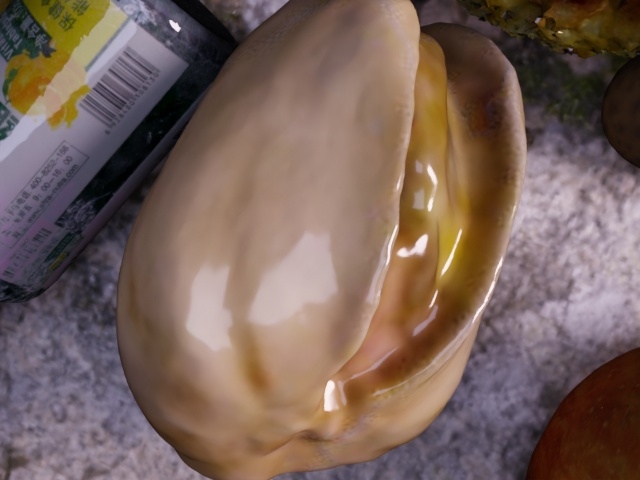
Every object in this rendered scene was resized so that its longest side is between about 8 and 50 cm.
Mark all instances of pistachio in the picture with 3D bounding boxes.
[{"bbox_3d":[0.000,0.000,0.713,0.238,0.229,0.321,29,96,47],"label":"pistachio"}]

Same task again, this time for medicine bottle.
[{"bbox_3d":[-0.194,-0.059,0.781,0.141,0.141,0.293,43,101,5],"label":"medicine bottle"}]

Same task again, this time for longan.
[{"bbox_3d":[0.231,-0.077,0.727,0.113,0.092,0.113,11,140,10],"label":"longan"}]

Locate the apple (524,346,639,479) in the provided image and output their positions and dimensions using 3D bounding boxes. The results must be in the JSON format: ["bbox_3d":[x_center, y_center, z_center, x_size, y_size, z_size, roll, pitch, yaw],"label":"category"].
[{"bbox_3d":[0.257,0.187,0.662,0.309,0.250,0.277,-30,89,14],"label":"apple"}]

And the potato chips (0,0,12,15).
[{"bbox_3d":[-0.344,-0.068,0.850,0.407,0.057,0.080,-33,91,11],"label":"potato chips"}]

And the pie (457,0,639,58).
[{"bbox_3d":[0.254,-0.263,0.661,0.418,0.180,0.395,10,79,5],"label":"pie"}]
